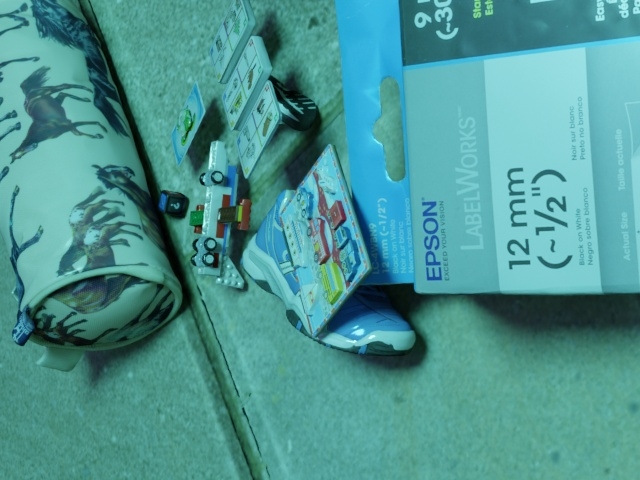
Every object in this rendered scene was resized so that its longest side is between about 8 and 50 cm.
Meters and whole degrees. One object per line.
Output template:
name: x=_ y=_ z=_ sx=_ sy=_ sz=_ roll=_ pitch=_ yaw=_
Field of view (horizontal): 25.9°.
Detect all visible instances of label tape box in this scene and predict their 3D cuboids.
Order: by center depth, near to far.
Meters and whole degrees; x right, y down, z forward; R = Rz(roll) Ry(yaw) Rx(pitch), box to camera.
label tape box: x=0.136 y=-0.087 z=0.974 sx=0.348 sy=0.115 sz=0.249 roll=-2 pitch=92 yaw=34

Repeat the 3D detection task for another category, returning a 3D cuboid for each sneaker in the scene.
sneaker: x=0.007 y=0.029 z=1.179 sx=0.211 sy=0.080 sz=0.081 roll=38 pitch=114 yaw=41
sneaker: x=-0.040 y=-0.120 z=1.286 sx=0.109 sy=0.040 sz=0.043 roll=40 pitch=122 yaw=49

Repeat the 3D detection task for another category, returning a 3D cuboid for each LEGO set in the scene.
LEGO set: x=-0.086 y=-0.081 z=1.300 sx=0.244 sy=0.060 sz=0.182 roll=-59 pitch=34 yaw=37

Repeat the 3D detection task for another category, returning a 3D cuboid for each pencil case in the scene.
pencil case: x=-0.280 y=-0.078 z=1.437 sx=0.183 sy=0.160 sz=0.410 roll=-35 pitch=60 yaw=23

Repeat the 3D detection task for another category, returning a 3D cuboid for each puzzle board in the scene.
puzzle board: x=0.000 y=0.000 z=1.123 sx=0.096 sy=0.011 sz=0.128 roll=-52 pitch=41 yaw=40
